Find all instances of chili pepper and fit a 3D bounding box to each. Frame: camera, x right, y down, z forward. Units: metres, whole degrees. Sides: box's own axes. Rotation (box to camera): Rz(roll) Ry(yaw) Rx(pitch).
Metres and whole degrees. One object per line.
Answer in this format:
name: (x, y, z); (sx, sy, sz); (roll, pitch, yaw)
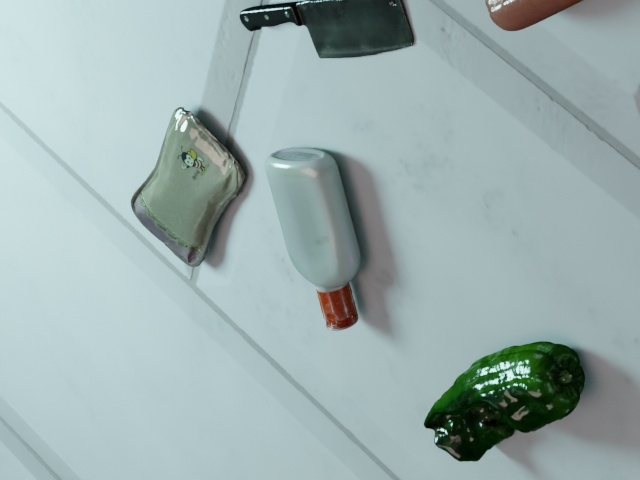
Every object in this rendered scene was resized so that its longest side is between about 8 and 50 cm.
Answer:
chili pepper: (0.196, 0.178, 1.936); (0.099, 0.083, 0.253); (48, 147, -2)

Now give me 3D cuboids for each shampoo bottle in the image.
shampoo bottle: (0.000, 0.000, 2.053); (0.108, 0.051, 0.221); (8, 121, 44)

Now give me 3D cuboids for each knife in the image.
knife: (0.005, -0.230, 1.908); (0.245, 0.019, 0.072); (4, 119, 46)

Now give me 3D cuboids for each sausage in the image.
sausage: (0.214, -0.242, 1.619); (0.154, 0.062, 0.062); (-23, 97, 53)

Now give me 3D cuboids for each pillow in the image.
pillow: (-0.169, -0.063, 2.215); (0.130, 0.038, 0.233); (46, 140, 12)
